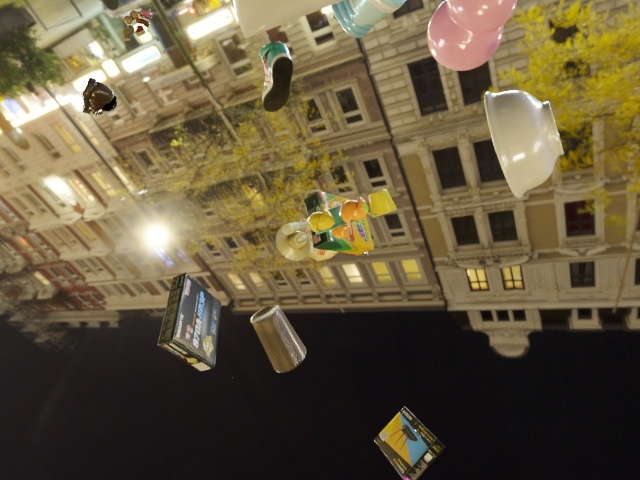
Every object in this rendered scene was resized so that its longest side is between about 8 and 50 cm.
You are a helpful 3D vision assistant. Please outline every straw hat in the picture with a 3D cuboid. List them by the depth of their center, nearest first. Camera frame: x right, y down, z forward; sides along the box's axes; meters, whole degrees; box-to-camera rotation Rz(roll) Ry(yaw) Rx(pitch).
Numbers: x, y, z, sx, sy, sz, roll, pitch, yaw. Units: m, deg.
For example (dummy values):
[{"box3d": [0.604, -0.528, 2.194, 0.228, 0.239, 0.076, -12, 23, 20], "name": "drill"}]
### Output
[{"box3d": [-0.075, -0.002, 1.387, 0.061, 0.144, 0.144, -27, -156, 47], "name": "straw hat"}]

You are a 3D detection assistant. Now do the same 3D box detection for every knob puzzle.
[{"box3d": [0.000, 0.000, 1.737, 0.213, 0.213, 0.030, -11, -158, 24], "name": "knob puzzle"}]

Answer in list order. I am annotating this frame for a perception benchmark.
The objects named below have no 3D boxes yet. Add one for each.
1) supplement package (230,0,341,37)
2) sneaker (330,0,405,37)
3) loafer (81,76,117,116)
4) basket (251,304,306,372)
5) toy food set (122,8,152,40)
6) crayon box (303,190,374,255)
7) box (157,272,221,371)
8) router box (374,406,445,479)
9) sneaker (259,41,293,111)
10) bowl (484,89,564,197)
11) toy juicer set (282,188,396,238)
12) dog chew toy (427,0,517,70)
[{"box3d": [-0.048, -0.403, 0.418, 0.198, 0.262, 0.199, -23, -171, -3], "name": "supplement package"}, {"box3d": [0.115, -0.621, 0.955, 0.208, 0.127, 0.318, -17, -129, 55], "name": "sneaker"}, {"box3d": [-0.622, -0.389, 1.157, 0.220, 0.079, 0.080, 13, -99, 63], "name": "loafer"}, {"box3d": [-0.176, 0.389, 1.671, 0.154, 0.226, 0.204, -26, -166, -2], "name": "basket"}, {"box3d": [-0.465, -0.556, 1.038, 0.078, 0.019, 0.122, -13, -121, 0], "name": "toy food set"}, {"box3d": [0.091, -0.059, 1.563, 0.081, 0.319, 0.202, -28, -114, 37], "name": "crayon box"}, {"box3d": [-0.354, 0.226, 1.135, 0.051, 0.175, 0.220, -20, -136, 15], "name": "box"}, {"box3d": [0.239, 0.556, 1.121, 0.133, 0.046, 0.179, -45, -166, -9], "name": "router box"}, {"box3d": [-0.193, -0.691, 1.684, 0.124, 0.295, 0.178, -3, -116, -21], "name": "sneaker"}, {"box3d": [0.542, -0.270, 1.067, 0.134, 0.297, 0.297, -17, -146, 32], "name": "bowl"}, {"box3d": [0.024, -0.039, 1.097, 0.329, 0.089, 0.209, -17, -177, 38], "name": "toy juicer set"}, {"box3d": [0.419, -0.622, 1.086, 0.207, 0.331, 0.206, 3, -113, -6], "name": "dog chew toy"}]
